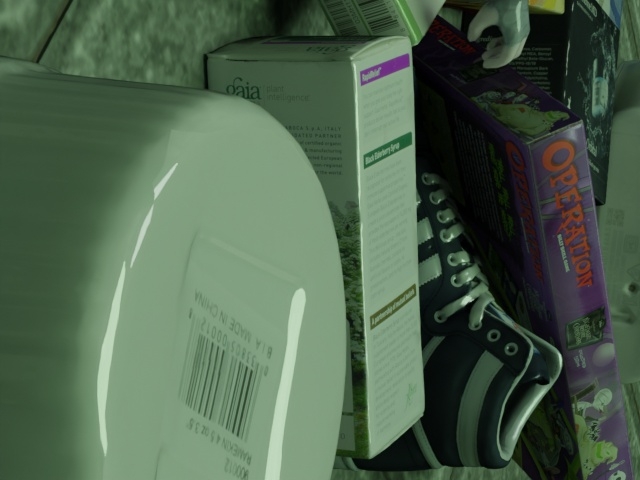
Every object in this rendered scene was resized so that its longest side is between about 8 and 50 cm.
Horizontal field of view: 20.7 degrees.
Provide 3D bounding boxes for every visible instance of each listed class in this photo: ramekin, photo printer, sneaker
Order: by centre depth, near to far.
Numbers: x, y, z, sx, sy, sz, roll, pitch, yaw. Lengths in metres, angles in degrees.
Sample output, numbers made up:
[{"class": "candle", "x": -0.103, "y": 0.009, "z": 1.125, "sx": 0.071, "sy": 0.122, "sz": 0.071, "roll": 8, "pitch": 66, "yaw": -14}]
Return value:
[{"class": "ramekin", "x": -0.093, "y": 0.058, "z": 0.767, "sx": 0.277, "sy": 0.135, "sz": 0.277, "roll": 3, "pitch": 90, "yaw": -67}, {"class": "sneaker", "x": 0.081, "y": 0.014, "z": 1.138, "sx": 0.099, "sy": 0.153, "sz": 0.282, "roll": 14, "pitch": 81, "yaw": -67}, {"class": "photo printer", "x": 0.303, "y": -0.034, "z": 1.648, "sx": 0.307, "sy": 0.107, "sz": 0.256, "roll": -49, "pitch": 146, "yaw": -67}]

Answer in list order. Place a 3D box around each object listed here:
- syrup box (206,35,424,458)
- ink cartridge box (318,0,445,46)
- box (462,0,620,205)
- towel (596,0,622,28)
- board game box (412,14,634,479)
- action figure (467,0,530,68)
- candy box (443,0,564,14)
[{"class": "syrup box", "x": 0.000, "y": 0.000, "z": 1.025, "sx": 0.096, "sy": 0.093, "sz": 0.237, "roll": -28, "pitch": 118, "yaw": -63}, {"class": "ink cartridge box", "x": 0.044, "y": -0.243, "z": 1.088, "sx": 0.171, "sy": 0.056, "sz": 0.235, "roll": 60, "pitch": 36, "yaw": -24}, {"class": "box", "x": 0.178, "y": -0.120, "z": 1.425, "sx": 0.156, "sy": 0.093, "sz": 0.158, "roll": 25, "pitch": 69, "yaw": -65}, {"class": "towel", "x": 0.246, "y": -0.298, "z": 1.634, "sx": 0.285, "sy": 0.034, "sz": 0.209, "roll": 48, "pitch": 48, "yaw": -61}, {"class": "board game box", "x": 0.135, "y": 0.027, "z": 1.238, "sx": 0.208, "sy": 0.056, "sz": 0.347, "roll": -127, "pitch": -161, "yaw": -53}, {"class": "action figure", "x": 0.150, "y": -0.277, "z": 0.978, "sx": 0.248, "sy": 0.276, "sz": 0.370, "roll": 50, "pitch": 26, "yaw": -38}, {"class": "candy box", "x": 0.120, "y": -0.327, "z": 1.267, "sx": 0.183, "sy": 0.087, "sz": 0.316, "roll": -7, "pitch": 99, "yaw": -66}]
